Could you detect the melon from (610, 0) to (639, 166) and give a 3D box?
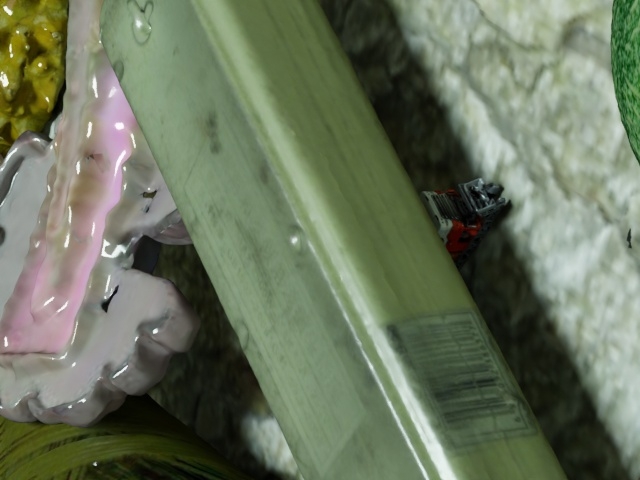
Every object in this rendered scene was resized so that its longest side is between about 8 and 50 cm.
[{"bbox_3d":[0.180,-0.092,0.408,0.288,0.182,0.182,-46,54,33],"label":"melon"}]

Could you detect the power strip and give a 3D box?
[{"bbox_3d":[0.000,0.000,0.744,0.387,0.066,0.092,63,143,27],"label":"power strip"}]

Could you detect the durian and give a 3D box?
[{"bbox_3d":[-0.196,-0.147,1.069,0.140,0.078,0.224,12,103,56],"label":"durian"}]

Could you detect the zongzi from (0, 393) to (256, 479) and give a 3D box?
[{"bbox_3d":[-0.064,0.111,0.852,0.286,0.138,0.300,-34,55,48],"label":"zongzi"}]

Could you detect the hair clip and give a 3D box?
[{"bbox_3d":[-0.098,-0.065,0.896,0.173,0.069,0.300,-1,80,48],"label":"hair clip"}]

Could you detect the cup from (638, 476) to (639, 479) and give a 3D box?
[{"bbox_3d":[0.137,0.119,0.516,0.150,0.199,0.199,-104,31,-48],"label":"cup"}]

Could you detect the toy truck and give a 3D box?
[{"bbox_3d":[0.041,0.007,0.763,0.083,0.032,0.024,-61,41,42],"label":"toy truck"}]
